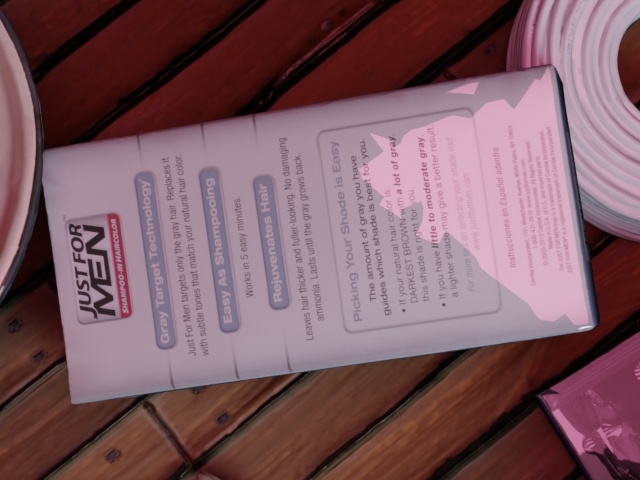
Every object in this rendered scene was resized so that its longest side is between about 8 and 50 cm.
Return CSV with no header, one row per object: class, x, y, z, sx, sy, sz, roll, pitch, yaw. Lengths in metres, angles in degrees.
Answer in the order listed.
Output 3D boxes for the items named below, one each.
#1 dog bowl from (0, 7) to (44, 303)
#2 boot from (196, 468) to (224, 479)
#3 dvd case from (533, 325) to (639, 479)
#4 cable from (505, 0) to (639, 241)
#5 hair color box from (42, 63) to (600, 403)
dog bowl,-0.392,-0.039,1.286,0.408,0.150,0.408,0,78,0
boot,-0.059,0.236,1.360,0.118,0.042,0.087,30,87,1
dvd case,0.301,0.172,1.385,0.179,0.029,0.238,-31,88,-4
cable,0.272,-0.128,1.376,0.257,0.089,0.257,-13,86,-3
hair color box,0.000,0.000,1.304,0.374,0.113,0.185,-9,87,10
